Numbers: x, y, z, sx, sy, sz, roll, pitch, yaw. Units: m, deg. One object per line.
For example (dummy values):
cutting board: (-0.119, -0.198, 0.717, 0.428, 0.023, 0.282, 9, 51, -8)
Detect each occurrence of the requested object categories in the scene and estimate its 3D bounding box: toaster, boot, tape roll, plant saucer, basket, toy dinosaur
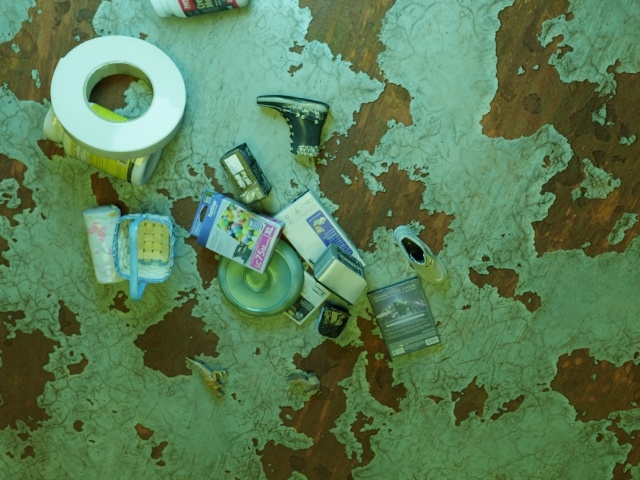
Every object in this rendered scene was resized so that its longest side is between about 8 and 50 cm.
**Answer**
toaster: (0.060, 0.105, 1.883, 0.185, 0.168, 0.110, 35, 104, -10)
boot: (-0.061, 0.548, 2.165, 0.118, 0.042, 0.087, -15, 109, 7)
tape roll: (-0.608, -0.437, 1.733, 0.391, 0.072, 0.393, 3, 76, -13)
boot: (-0.098, -0.371, 1.839, 0.236, 0.085, 0.179, 8, 111, -1)
plant saucer: (-0.217, 0.128, 2.013, 0.317, 0.044, 0.318, 2, 105, 7)
basket: (-0.586, 0.039, 1.882, 0.200, 0.289, 0.255, 4, 105, -10)
toy dinosaur: (-0.416, 0.516, 2.156, 0.112, 0.064, 0.212, -27, 105, 12)
boot: (0.344, 0.067, 1.946, 0.095, 0.123, 0.258, -42, 102, 14)

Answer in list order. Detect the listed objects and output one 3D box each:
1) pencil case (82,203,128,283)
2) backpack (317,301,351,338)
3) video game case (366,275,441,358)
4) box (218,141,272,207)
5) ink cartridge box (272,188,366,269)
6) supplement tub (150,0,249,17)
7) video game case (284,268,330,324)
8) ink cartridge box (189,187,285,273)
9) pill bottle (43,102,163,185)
pencil case: (-0.737, 0.015, 1.975, 0.123, 0.113, 0.274, -8, 109, -7)
backpack: (0.043, 0.289, 2.051, 0.104, 0.084, 0.115, 20, 103, -4)
video game case: (0.305, 0.283, 2.072, 0.195, 0.026, 0.275, -19, 106, 8)
box: (-0.243, -0.216, 1.862, 0.077, 0.147, 0.180, -27, 106, 10)
ink cartridge box: (0.000, 0.000, 1.969, 0.165, 0.065, 0.333, -35, 102, 12)
supplement tub: (-0.354, -0.761, 1.661, 0.271, 0.191, 0.191, -9, 108, 5)
video game case: (-0.089, 0.188, 2.057, 0.190, 0.022, 0.173, 40, 105, -11)
ink cartridge box: (-0.294, -0.035, 1.933, 0.310, 0.065, 0.186, 25, 106, 10)
pill bottle: (-0.690, -0.322, 1.822, 0.333, 0.188, 0.188, 25, 108, -6)
